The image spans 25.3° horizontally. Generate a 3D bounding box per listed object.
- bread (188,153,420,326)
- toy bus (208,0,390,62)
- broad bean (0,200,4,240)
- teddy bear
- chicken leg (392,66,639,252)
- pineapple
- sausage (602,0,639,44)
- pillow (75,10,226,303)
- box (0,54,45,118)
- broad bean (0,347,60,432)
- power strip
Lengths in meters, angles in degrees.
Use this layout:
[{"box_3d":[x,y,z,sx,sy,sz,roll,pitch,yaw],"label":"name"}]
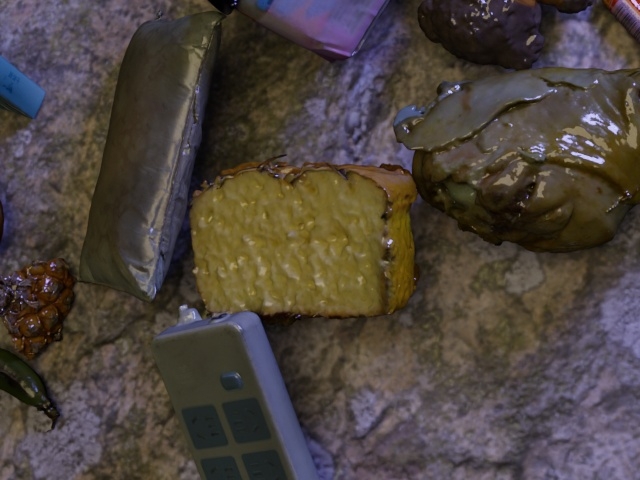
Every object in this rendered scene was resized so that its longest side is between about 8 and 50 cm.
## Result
[{"box_3d":[0.003,-0.003,1.387,0.261,0.147,0.160,-8,88,39],"label":"bread"},{"box_3d":[0.049,-0.363,1.388,0.162,0.171,0.386,28,99,-19],"label":"toy bus"},{"box_3d":[-0.409,-0.042,1.538,0.114,0.084,0.165,-38,82,23],"label":"broad bean"},{"box_3d":[0.180,-0.262,1.387,0.177,0.140,0.190,23,98,13],"label":"teddy bear"},{"box_3d":[0.289,-0.120,1.318,0.429,0.153,0.201,-26,72,15],"label":"chicken leg"},{"box_3d":[-0.319,0.058,1.496,0.077,0.114,0.114,25,86,35],"label":"pineapple"},{"box_3d":[0.316,-0.211,1.392,0.034,0.034,0.129,-41,75,7],"label":"sausage"},{"box_3d":[-0.174,-0.093,1.452,0.185,0.075,0.302,9,84,59],"label":"pillow"},{"box_3d":[-0.425,-0.201,1.517,0.229,0.162,0.041,19,82,17],"label":"box"},{"box_3d":[-0.377,0.139,1.528,0.227,0.039,0.069,19,94,15],"label":"broad bean"},{"box_3d":[-0.073,0.188,1.380,0.118,0.046,0.270,-13,101,37],"label":"power strip"}]
